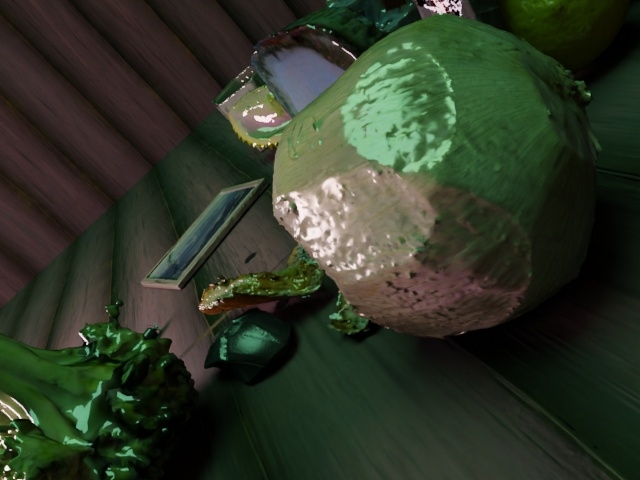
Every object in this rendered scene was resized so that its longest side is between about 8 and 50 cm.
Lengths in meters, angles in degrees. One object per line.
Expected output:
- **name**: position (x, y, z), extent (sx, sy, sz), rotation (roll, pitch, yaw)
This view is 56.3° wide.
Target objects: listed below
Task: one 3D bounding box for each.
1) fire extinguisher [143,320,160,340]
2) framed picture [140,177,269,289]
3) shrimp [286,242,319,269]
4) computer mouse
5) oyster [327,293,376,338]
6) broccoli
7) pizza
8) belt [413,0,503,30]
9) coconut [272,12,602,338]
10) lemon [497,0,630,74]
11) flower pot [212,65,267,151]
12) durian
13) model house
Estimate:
- **fire extinguisher**: position (-0.341, 0.197, 1.173), extent (0.038, 0.025, 0.083), rotation (22, 60, 23)
- **framed picture**: position (-0.283, -0.016, 1.450), extent (0.247, 0.022, 0.335), rotation (-3, 45, 56)
- **shrimp**: position (0.000, 0.000, 0.975), extent (0.091, 0.034, 0.161), rotation (-6, 47, 37)
- **computer mouse**: position (-0.112, 0.144, 0.856), extent (0.192, 0.062, 0.106), rotation (-9, 39, 50)
- **oyster**: position (0.058, 0.070, 0.759), extent (0.086, 0.029, 0.132), rotation (-4, 40, 47)
- **broccoli**: position (-0.334, 0.226, 0.786), extent (0.348, 0.281, 0.293), rotation (-23, 30, 36)
- **pizza**: position (-0.102, 0.074, 0.904), extent (0.271, 0.134, 0.056), rotation (-17, 78, 53)
- **belt**: position (0.181, -0.268, 0.760), extent (0.126, 0.359, 0.094), rotation (-32, 22, -33)
- **coconut**: position (0.122, -0.062, 0.568), extent (0.255, 0.297, 0.297), rotation (-19, 33, 43)
- **lemon**: position (0.312, -0.319, 0.822), extent (0.231, 0.192, 0.192), rotation (-40, 23, 3)
- **flower pot**: position (-0.166, -0.396, 1.711), extent (0.239, 0.189, 0.209), rotation (-32, 26, 25)
- **durian**: position (-0.080, -0.348, 1.515), extent (0.352, 0.169, 0.158), rotation (-30, 25, 24)
- **model house**: position (0.126, -0.327, 1.017), extent (0.339, 0.297, 0.360), rotation (-45, 22, -14)
